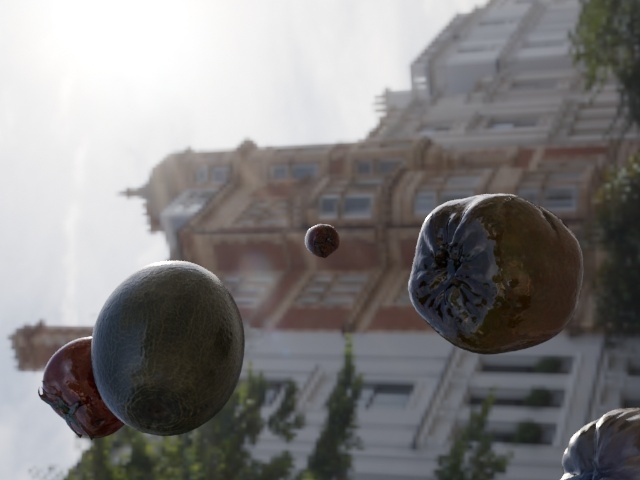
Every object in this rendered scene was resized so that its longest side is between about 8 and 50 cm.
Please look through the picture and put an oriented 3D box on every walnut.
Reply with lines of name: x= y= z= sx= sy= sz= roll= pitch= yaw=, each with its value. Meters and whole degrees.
walnut: x=0.464 y=0.364 z=1.706 sx=0.248 sy=0.248 sz=0.248 roll=-1 pitch=-90 yaw=-69

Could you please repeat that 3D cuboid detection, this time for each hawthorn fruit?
hawthorn fruit: x=0.302 y=0.053 z=1.959 sx=0.300 sy=0.267 sz=0.268 roll=13 pitch=-105 yaw=-40
hawthorn fruit: x=0.002 y=-0.001 z=2.486 sx=0.077 sy=0.077 sz=0.077 roll=-1 pitch=-90 yaw=-69

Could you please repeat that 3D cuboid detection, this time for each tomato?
tomato: x=-0.387 y=0.242 z=2.023 sx=0.167 sy=0.167 sz=0.167 roll=-1 pitch=-90 yaw=-69

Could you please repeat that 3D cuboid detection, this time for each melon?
melon: x=-0.238 y=0.161 z=1.874 sx=0.302 sy=0.237 sz=0.238 roll=-88 pitch=-14 yaw=-54
